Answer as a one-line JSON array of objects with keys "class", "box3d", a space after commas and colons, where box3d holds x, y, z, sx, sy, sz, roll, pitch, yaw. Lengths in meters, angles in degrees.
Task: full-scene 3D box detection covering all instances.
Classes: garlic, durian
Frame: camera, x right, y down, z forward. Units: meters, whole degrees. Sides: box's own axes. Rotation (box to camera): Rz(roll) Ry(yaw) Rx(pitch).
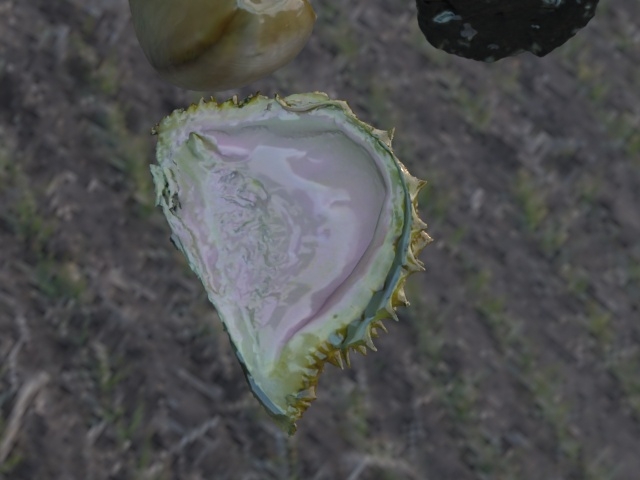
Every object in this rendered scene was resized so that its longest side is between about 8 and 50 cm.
[{"class": "garlic", "box3d": [-0.109, -0.273, 1.871, 0.151, 0.196, 0.338, -7, 40, -22]}, {"class": "durian", "box3d": [0.003, -0.014, 1.609, 0.185, 0.195, 0.305, 13, 47, -42]}]

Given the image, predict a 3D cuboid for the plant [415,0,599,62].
[{"class": "plant", "box3d": [0.186, -0.362, 2.056, 0.215, 0.213, 0.312, -11, 49, 4]}]
